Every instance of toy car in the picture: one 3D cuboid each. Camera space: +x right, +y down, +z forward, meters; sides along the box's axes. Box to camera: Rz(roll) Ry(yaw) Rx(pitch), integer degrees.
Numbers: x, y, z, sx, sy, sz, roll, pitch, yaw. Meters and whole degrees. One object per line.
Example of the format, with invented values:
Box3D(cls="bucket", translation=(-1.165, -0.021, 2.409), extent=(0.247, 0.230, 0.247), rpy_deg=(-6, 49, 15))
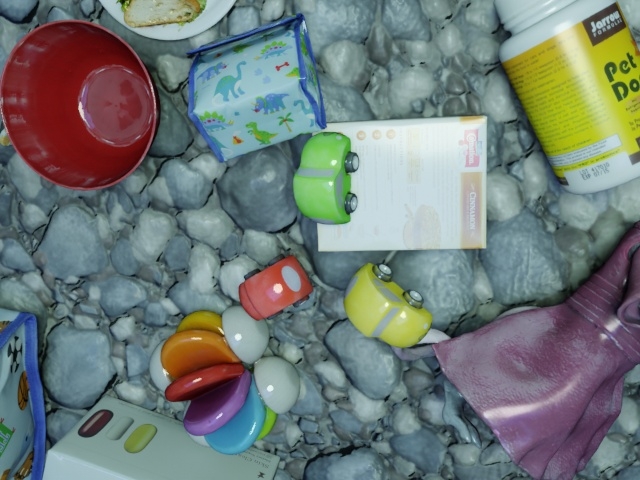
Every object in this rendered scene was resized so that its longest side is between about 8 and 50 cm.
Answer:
Box3D(cls="toy car", translation=(0.000, 0.000, 0.647), extent=(0.238, 0.053, 0.225), rpy_deg=(7, 106, 27))
Box3D(cls="toy car", translation=(-0.124, 0.178, 0.741), extent=(0.159, 0.136, 0.182), rpy_deg=(-29, 97, 14))

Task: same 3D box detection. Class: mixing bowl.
Box3D(cls="mixing bowl", translation=(-0.256, -0.153, 0.702), extent=(0.181, 0.098, 0.182), rpy_deg=(2, 103, 8))

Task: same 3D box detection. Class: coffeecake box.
Box3D(cls="coffeecake box", translation=(0.089, -0.064, 0.685), extent=(0.185, 0.068, 0.143), rpy_deg=(-1, 103, 9))

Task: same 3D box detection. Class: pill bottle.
Box3D(cls="pill bottle", translation=(0.257, -0.163, 0.611), extent=(0.117, 0.117, 0.215), rpy_deg=(-27, 98, 14))

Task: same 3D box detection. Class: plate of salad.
Box3D(cls="plate of salad", translation=(-0.176, -0.327, 0.675), extent=(0.199, 0.048, 0.200), rpy_deg=(2, 103, 9))

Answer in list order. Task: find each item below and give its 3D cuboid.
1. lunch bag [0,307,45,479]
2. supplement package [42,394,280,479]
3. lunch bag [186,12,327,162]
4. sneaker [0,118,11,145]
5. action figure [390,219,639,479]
Box3D(cls="lunch bag", translation=(-0.553, 0.271, 0.787), extent=(0.327, 0.239, 0.386), rpy_deg=(13, 121, 5))
Box3D(cls="supplement package", translation=(-0.213, 0.359, 0.793), extent=(0.261, 0.145, 0.204), rpy_deg=(18, 105, 4))
Box3D(cls="lunch bag", translation=(-0.070, -0.178, 0.656), extent=(0.128, 0.151, 0.096), rpy_deg=(-14, 142, 10))
Box3D(cls="sneaker", translation=(-0.381, -0.159, 0.759), extent=(0.037, 0.032, 0.083), rpy_deg=(34, 101, 14))
Box3D(cls="action figure", translation=(0.309, 0.086, 0.659), extent=(0.370, 0.248, 0.276), rpy_deg=(-52, 57, 11))
